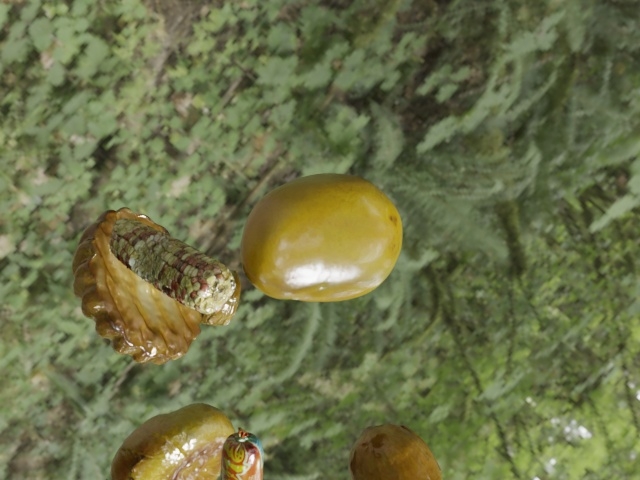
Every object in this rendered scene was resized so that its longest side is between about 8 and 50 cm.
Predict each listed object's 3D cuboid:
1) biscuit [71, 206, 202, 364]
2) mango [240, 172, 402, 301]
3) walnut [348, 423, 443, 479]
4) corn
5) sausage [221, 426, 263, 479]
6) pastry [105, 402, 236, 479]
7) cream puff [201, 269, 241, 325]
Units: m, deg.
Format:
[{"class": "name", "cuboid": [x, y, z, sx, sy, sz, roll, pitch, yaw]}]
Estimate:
[{"class": "biscuit", "cuboid": [-0.367, 0.096, 1.920, 0.107, 0.326, 0.325, -25, -177, 28]}, {"class": "mango", "cuboid": [0.000, 0.000, 2.214, 0.445, 0.300, 0.232, -16, -175, -40]}, {"class": "walnut", "cuboid": [0.188, 0.575, 2.199, 0.208, 0.336, 0.209, -27, 162, -10]}, {"class": "corn", "cuboid": [-0.271, 0.037, 1.703, 0.098, 0.289, 0.098, -35, 139, -37]}, {"class": "sausage", "cuboid": [-0.132, 0.407, 1.629, 0.083, 0.083, 0.264, -40, 145, -44]}, {"class": "pastry", "cuboid": [-0.382, 0.559, 2.513, 0.356, 0.164, 0.356, -29, 145, -23]}, {"class": "cream puff", "cuboid": [-0.242, 0.125, 2.196, 0.126, 0.103, 0.144, -42, -144, 47]}]
